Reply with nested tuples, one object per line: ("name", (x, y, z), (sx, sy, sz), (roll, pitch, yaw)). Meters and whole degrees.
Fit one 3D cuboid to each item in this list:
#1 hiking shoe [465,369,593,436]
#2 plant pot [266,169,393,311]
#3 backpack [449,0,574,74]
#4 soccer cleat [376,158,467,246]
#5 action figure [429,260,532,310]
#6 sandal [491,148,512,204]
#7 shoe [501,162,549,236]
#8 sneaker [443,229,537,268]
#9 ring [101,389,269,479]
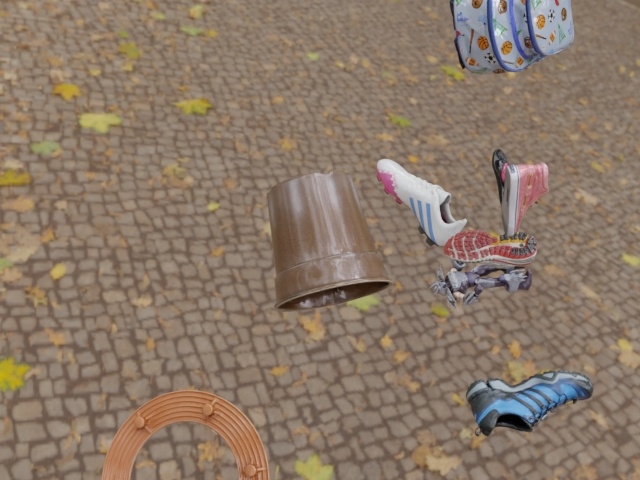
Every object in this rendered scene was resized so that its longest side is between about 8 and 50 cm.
("hiking shoe", (0.504, 0.396, 1.759), (0.304, 0.113, 0.132), (-8, 51, 1))
("plant pot", (0.000, 0.000, 1.028), (0.167, 0.167, 0.165), (-7, 76, -29))
("backpack", (0.407, -0.477, 1.590), (0.263, 0.277, 0.213), (-31, 21, -31))
("soccer cleat", (0.306, -0.138, 2.206), (0.331, 0.143, 0.116), (52, 36, 10))
("action figure", (0.445, 0.104, 2.099), (0.285, 0.099, 0.185), (-12, 51, -1))
("sandal", (0.523, -0.175, 2.073), (0.067, 0.040, 0.179), (6, 70, -34))
("shoe", (0.418, -0.082, 1.509), (0.081, 0.178, 0.063), (-7, 41, 1))
("sneaker", (0.418, 0.035, 1.830), (0.225, 0.093, 0.088), (4, 58, 16))
("ring", (-0.256, 0.446, 1.362), (0.336, 0.032, 0.337), (-4, 74, 13))
